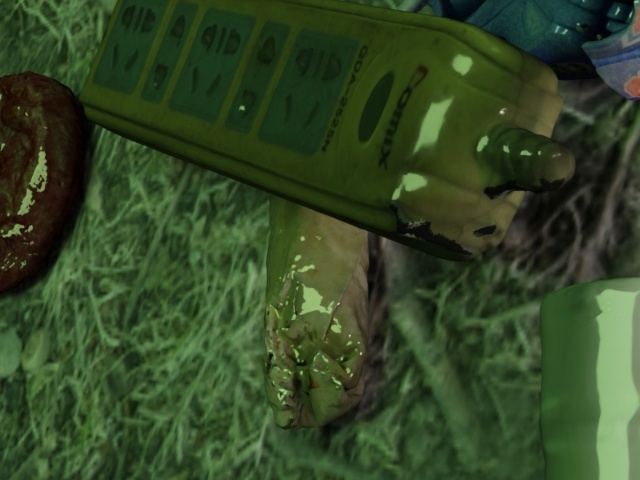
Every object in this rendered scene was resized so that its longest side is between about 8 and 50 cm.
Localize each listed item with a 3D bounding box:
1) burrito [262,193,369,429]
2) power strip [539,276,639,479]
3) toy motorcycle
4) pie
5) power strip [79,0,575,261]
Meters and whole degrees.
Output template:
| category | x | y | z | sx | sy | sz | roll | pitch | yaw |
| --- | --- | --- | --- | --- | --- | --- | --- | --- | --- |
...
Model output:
| category | x | y | z | sx | sy | sz | roll | pitch | yaw |
| --- | --- | --- | --- | --- | --- | --- | --- | --- | --- |
| burrito | -0.001 | -0.001 | 0.940 | 0.058 | 0.045 | 0.188 | -15 | 57 | 26 |
| power strip | 0.198 | 0.085 | 0.564 | 0.261 | 0.229 | 0.141 | -2 | 78 | 10 |
| toy motorcycle | 0.111 | -0.113 | 0.863 | 0.205 | 0.076 | 0.114 | -1 | 77 | 47 |
| pie | -0.193 | -0.030 | 1.167 | 0.154 | 0.036 | 0.154 | -23 | 56 | 39 |
| power strip | -0.010 | -0.065 | 0.897 | 0.387 | 0.066 | 0.092 | 21 | 88 | 57 |
